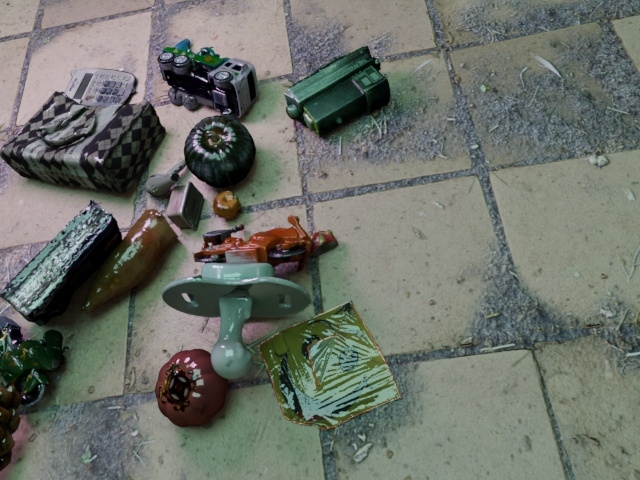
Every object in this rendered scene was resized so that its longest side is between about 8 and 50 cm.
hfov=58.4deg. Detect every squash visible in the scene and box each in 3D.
[{"bbox_3d":[-0.291,-0.259,1.663,0.218,0.172,0.218,10,62,-20],"label":"squash"}]

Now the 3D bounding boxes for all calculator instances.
[{"bbox_3d":[-0.763,-0.525,1.980,0.267,0.040,0.177,6,62,13],"label":"calculator"}]

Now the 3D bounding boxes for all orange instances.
[{"bbox_3d":[-0.267,-0.097,1.629,0.086,0.062,0.086,2,49,-2],"label":"orange"}]

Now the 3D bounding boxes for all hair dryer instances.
[{"bbox_3d":[-0.419,-0.204,1.689,0.199,0.067,0.167,-43,24,-21],"label":"hair dryer"}]

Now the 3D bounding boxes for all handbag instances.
[{"bbox_3d":[-0.734,-0.324,1.788,0.415,0.180,0.317,9,58,19],"label":"handbag"}]

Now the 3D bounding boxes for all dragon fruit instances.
[{"bbox_3d":[0.000,0.000,1.525,0.083,0.060,0.056,-23,62,-1],"label":"dragon fruit"}]

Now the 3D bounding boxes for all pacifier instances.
[{"bbox_3d":[-0.197,0.188,1.326,0.342,0.288,0.269,2,65,2],"label":"pacifier"}]

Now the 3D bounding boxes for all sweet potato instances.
[{"bbox_3d":[-0.516,0.067,1.545,0.131,0.131,0.337,23,67,22],"label":"sweet potato"}]

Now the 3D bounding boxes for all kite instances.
[{"bbox_3d":[0.023,0.290,1.382,0.377,0.013,0.328,12,63,18],"label":"kite"}]

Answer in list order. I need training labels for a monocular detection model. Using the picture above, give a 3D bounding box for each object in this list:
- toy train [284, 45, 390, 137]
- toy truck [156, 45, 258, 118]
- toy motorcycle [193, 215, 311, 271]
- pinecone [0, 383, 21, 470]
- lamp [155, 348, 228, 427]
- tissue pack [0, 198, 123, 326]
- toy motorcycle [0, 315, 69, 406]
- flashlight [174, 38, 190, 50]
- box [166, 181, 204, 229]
[{"bbox_3d":[0.059,-0.441,1.729,0.330,0.139,0.178,-32,64,-8],"label":"toy train"},{"bbox_3d":[-0.369,-0.527,1.838,0.363,0.177,0.178,26,56,24],"label":"toy truck"},{"bbox_3d":[-0.159,0.020,1.480,0.325,0.221,0.148,-4,101,25],"label":"toy motorcycle"},{"bbox_3d":[-0.919,0.429,1.311,0.383,0.384,0.385,-5,60,8],"label":"pinecone"},{"bbox_3d":[-0.297,0.345,1.343,0.181,0.140,0.182,-7,71,22],"label":"lamp"},{"bbox_3d":[-0.662,0.071,1.506,0.123,0.245,0.332,37,69,-1],"label":"tissue pack"},{"bbox_3d":[-0.768,0.283,1.469,0.274,0.125,0.187,29,78,24],"label":"toy motorcycle"},{"bbox_3d":[-0.502,-0.661,2.006,0.051,0.051,0.129,18,63,19],"label":"flashlight"},{"bbox_3d":[-0.389,-0.098,1.640,0.062,0.089,0.122,-4,58,19],"label":"box"}]
